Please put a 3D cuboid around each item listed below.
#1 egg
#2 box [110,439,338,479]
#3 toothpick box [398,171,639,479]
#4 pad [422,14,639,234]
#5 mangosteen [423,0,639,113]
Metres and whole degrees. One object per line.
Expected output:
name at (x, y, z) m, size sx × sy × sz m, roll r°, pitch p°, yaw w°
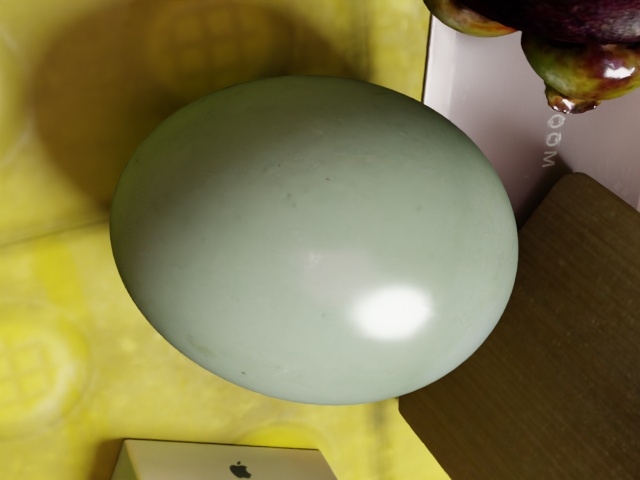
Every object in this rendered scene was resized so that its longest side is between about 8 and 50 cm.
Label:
egg at (0.000, 0.000, 0.450) m, size 0.192 × 0.149 × 0.149 m, roll 7°, pitch 114°, yaw -29°
box at (-0.068, 0.188, 0.584) m, size 0.129 × 0.051 × 0.130 m, roll 10°, pitch 111°, yaw -28°
toothpick box at (0.242, 0.122, 0.615) m, size 0.308 × 0.190 × 0.187 m, roll 23°, pitch 106°, yaw -38°
pad at (0.136, -0.078, 0.559) m, size 0.176 × 0.002 × 0.266 m, roll -8°, pitch 120°, yaw -21°
mangosteen at (0.122, -0.152, 0.411) m, size 0.194 × 0.194 × 0.230 m, roll -27°, pitch 144°, yaw -9°
